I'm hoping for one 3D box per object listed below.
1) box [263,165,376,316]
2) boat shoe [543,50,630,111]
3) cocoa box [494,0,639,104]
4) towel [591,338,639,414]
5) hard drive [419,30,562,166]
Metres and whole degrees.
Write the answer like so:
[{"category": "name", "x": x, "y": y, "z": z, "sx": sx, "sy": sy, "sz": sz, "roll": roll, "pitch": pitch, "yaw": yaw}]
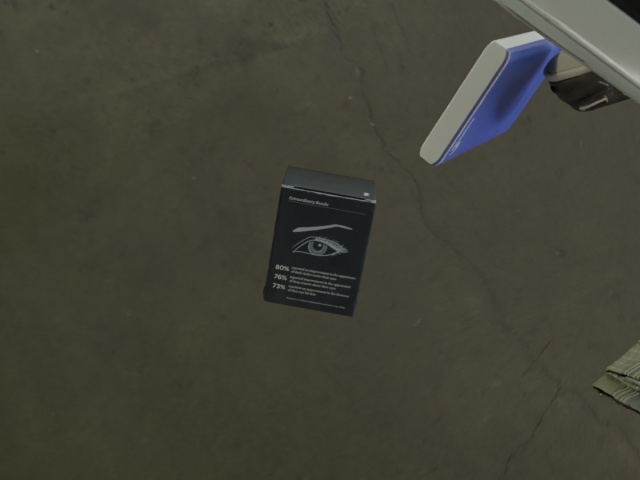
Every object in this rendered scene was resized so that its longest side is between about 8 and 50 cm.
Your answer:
[{"category": "box", "x": 0.000, "y": 0.000, "z": 1.559, "sx": 0.153, "sy": 0.108, "sz": 0.207, "roll": 11, "pitch": 111, "yaw": -1}, {"category": "boat shoe", "x": 0.491, "y": -0.266, "z": 1.445, "sx": 0.335, "sy": 0.095, "sz": 0.112, "roll": -6, "pitch": 44, "yaw": 51}, {"category": "cocoa box", "x": 0.244, "y": -0.184, "z": 0.294, "sx": 0.231, "sy": 0.228, "sz": 0.347, "roll": 38, "pitch": 123, "yaw": 4}, {"category": "towel", "x": 0.598, "y": 0.159, "z": 1.467, "sx": 0.324, "sy": 0.312, "sz": 0.056, "roll": -42, "pitch": 108, "yaw": -8}, {"category": "hard drive", "x": 0.287, "y": -0.238, "z": 1.556, "sx": 0.040, "sy": 0.318, "sz": 0.210, "roll": 40, "pitch": 120, "yaw": 14}]
